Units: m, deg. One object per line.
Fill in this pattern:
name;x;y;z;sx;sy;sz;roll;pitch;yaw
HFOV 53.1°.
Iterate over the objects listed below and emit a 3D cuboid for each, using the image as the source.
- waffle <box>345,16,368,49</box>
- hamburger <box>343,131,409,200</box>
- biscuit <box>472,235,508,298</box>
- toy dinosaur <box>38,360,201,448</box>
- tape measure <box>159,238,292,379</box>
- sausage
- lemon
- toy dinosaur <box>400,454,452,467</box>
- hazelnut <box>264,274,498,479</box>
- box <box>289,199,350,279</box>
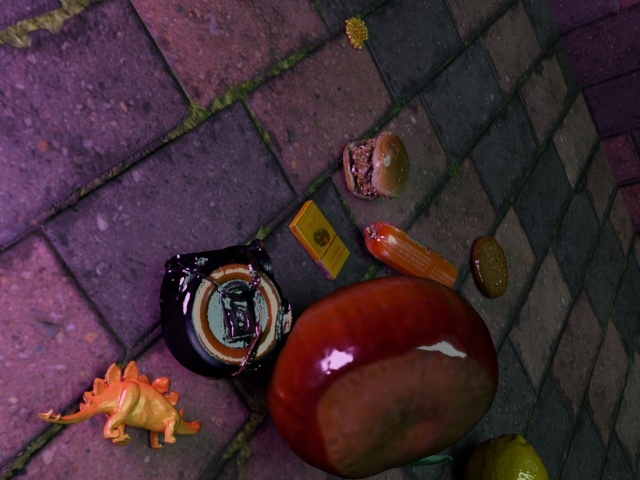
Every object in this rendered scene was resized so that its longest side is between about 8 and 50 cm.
waffle;0.092;-0.518;1.596;0.085;0.016;0.078;-44;113;-45
hamburger;0.144;-0.169;1.480;0.185;0.131;0.159;-10;91;-52
biscuit;0.498;0.079;1.881;0.188;0.027;0.188;16;68;-46
toy dinosaur;-0.284;0.241;0.954;0.288;0.070;0.117;29;49;-44
tape measure;-0.156;0.115;1.050;0.202;0.135;0.223;-8;82;-38
sausage;0.205;0.034;1.524;0.312;0.093;0.093;31;59;-39
lemon;0.451;0.596;1.566;0.204;0.204;0.260;44;55;-32
toy dinosaur;0.199;0.437;1.424;0.383;0.076;0.129;13;81;-38
hazelnut;0.104;0.235;1.145;0.359;0.409;0.359;-14;90;-90
box;0.000;0.000;1.359;0.155;0.023;0.087;54;49;-24
